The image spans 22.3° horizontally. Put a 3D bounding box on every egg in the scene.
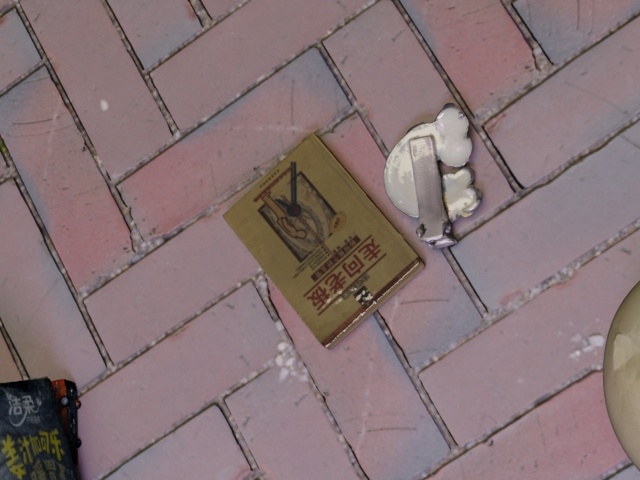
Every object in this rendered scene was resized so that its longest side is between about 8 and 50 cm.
[{"bbox_3d":[0.401,0.139,1.684,0.219,0.219,0.269,-10,70,20],"label":"egg"}]

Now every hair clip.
[{"bbox_3d":[0.131,-0.074,1.949,0.116,0.049,0.172,-12,69,14],"label":"hair clip"}]

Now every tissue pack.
[{"bbox_3d":[-0.362,0.297,1.942,0.081,0.185,0.257,-20,81,21],"label":"tissue pack"}]

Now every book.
[{"bbox_3d":[0.000,0.000,1.993,0.161,0.026,0.231,-42,65,6],"label":"book"}]

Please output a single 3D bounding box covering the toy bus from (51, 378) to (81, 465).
[{"bbox_3d":[-0.329,0.232,2.060,0.043,0.031,0.110,-11,70,22],"label":"toy bus"}]
